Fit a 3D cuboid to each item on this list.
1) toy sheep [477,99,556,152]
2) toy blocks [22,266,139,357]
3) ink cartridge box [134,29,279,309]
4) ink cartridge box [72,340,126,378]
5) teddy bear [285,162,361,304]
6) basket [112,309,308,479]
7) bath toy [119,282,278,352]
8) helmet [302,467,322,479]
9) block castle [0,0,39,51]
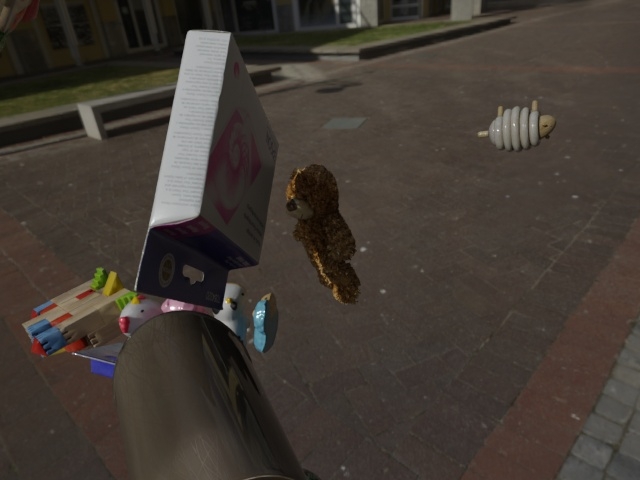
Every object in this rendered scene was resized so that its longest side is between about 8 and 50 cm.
[{"bbox_3d":[0.357,-0.204,0.809,0.132,0.091,0.091,-3,25,36],"label":"toy sheep"},{"bbox_3d":[-0.685,0.224,1.239,0.381,0.190,0.261,6,30,46],"label":"toy blocks"},{"bbox_3d":[-0.140,-0.066,0.663,0.072,0.330,0.324,5,-12,6],"label":"ink cartridge box"},{"bbox_3d":[-0.378,0.276,1.015,0.176,0.069,0.371,12,-7,8],"label":"ink cartridge box"},{"bbox_3d":[0.000,0.000,1.004,0.113,0.338,0.245,-22,46,-10],"label":"teddy bear"},{"bbox_3d":[-0.104,0.200,0.417,0.154,0.204,0.227,-22,23,-20],"label":"basket"},{"bbox_3d":[-0.272,0.165,0.947,0.349,0.151,0.129,-1,-11,8],"label":"bath toy"},{"bbox_3d":[-0.058,0.559,0.908,0.162,0.169,0.169,-2,22,48],"label":"helmet"},{"bbox_3d":[-0.639,-0.398,0.653,0.213,0.303,0.453,-39,33,32],"label":"block castle"}]
